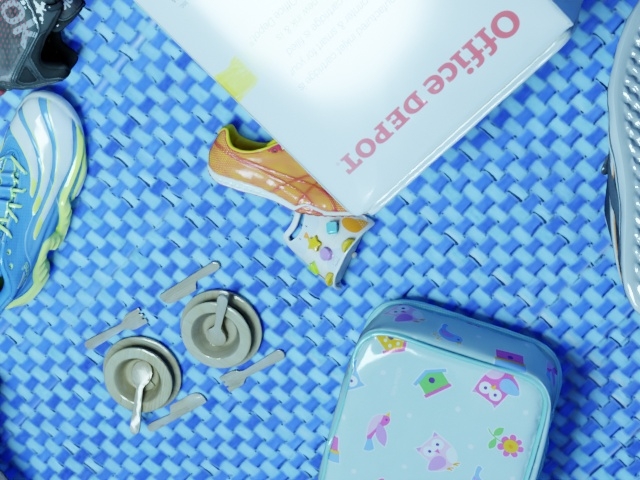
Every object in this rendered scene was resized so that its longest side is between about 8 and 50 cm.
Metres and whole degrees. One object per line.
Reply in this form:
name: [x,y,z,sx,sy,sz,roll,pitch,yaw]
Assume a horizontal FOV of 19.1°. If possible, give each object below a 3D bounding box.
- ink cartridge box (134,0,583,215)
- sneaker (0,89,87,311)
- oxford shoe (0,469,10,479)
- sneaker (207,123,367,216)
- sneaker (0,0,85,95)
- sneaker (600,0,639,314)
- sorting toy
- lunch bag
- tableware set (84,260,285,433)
ink cartridge box: [0.009,-0.256,1.705,0.385,0.160,0.279,45,116,-7]
sneaker: [-0.299,-0.026,1.901,0.091,0.126,0.240,16,116,7]
oxford shoe: [-0.424,0.143,2.031,0.132,0.130,0.364,-21,101,-12]
sneaker: [-0.025,-0.067,1.851,0.175,0.064,0.067,18,106,4]
sneaker: [-0.292,-0.261,1.810,0.135,0.098,0.276,2,121,11]
sneaker: [0.317,-0.084,1.731,0.126,0.127,0.321,6,89,5]
sorting toy: [0.000,0.000,1.890,0.075,0.045,0.083,35,118,19]
lunch bag: [0.119,0.211,1.905,0.224,0.108,0.279,15,116,4]
tableware set: [-0.147,0.121,1.973,0.194,0.039,0.128,-31,102,24]
